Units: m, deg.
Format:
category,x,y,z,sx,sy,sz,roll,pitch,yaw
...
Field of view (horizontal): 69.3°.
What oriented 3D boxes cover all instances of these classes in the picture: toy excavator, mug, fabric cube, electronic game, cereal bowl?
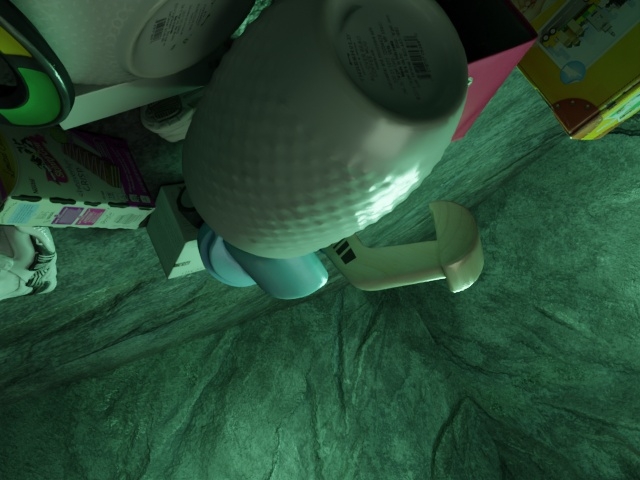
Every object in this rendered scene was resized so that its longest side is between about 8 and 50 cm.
category,x,y,z,sx,sy,sz,roll,pitch,yaw
toy excavator,0.000,0.000,0.840,0.433,0.445,0.222,-31,137,0
mug,-0.004,-0.188,0.571,0.277,0.373,0.328,0,167,-27
fabric cube,0.143,-0.310,0.800,0.254,0.259,0.258,-23,162,-20
electronic game,-0.320,-0.164,0.371,0.230,0.048,0.229,11,160,4
cereal bowl,-0.163,-0.267,0.455,0.339,0.141,0.339,-36,-174,4

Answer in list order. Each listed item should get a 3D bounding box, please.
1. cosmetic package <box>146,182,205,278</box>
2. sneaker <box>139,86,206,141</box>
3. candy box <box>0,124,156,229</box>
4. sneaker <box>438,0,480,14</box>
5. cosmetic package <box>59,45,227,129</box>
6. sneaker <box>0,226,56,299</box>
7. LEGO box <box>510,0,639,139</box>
category,x,y,z,sx,sy,sz,roll,pitch,yaw
cosmetic package,-0.302,-0.028,1.101,0.151,0.151,0.183,-15,159,-37
sneaker,-0.189,-0.239,0.812,0.232,0.090,0.115,-19,169,-1
candy box,-0.399,-0.101,0.728,0.071,0.159,0.234,-39,161,27
sneaker,0.328,-0.500,0.772,0.126,0.127,0.321,-13,156,-38
cosmetic package,-0.259,-0.243,0.645,0.239,0.098,0.060,-23,165,-15
sneaker,-0.600,0.029,0.822,0.210,0.137,0.366,-20,165,-34
LEGO box,0.554,-0.475,0.771,0.193,0.372,0.500,-13,157,-43
